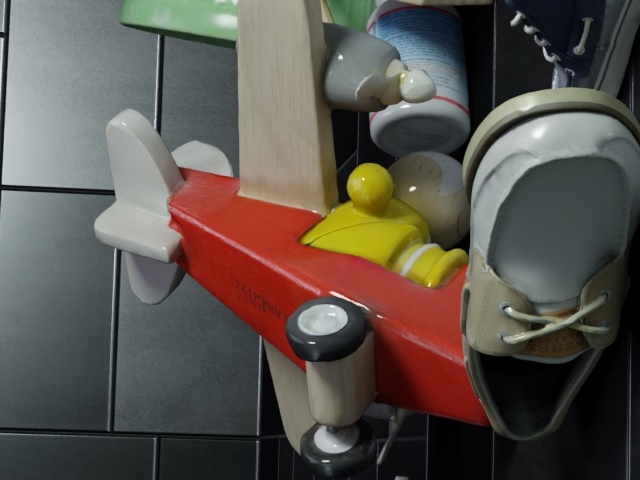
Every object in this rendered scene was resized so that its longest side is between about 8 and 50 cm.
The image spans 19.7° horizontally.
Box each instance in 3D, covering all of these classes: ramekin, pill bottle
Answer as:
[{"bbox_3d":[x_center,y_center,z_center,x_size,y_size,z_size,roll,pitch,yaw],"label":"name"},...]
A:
[{"bbox_3d":[-0.033,-0.254,1.777,0.303,0.303,0.148,-144,64,-81],"label":"ramekin"},{"bbox_3d":[0.084,-0.158,1.611,0.087,0.087,0.160,106,165,-61],"label":"pill bottle"}]

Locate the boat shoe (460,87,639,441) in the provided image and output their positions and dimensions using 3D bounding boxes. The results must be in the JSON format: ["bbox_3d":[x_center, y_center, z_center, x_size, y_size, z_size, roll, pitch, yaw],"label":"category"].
[{"bbox_3d":[0.139,0.023,1.098,0.302,0.113,0.103,85,-178,-61],"label":"boat shoe"}]

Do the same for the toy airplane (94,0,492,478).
[{"bbox_3d":[0.000,0.000,1.515,0.384,0.272,0.386,60,153,4],"label":"toy airplane"}]

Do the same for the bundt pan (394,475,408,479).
[{"bbox_3d":[0.102,0.319,1.185,0.331,0.124,0.331,-178,90,-82],"label":"bundt pan"}]

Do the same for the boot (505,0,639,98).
[{"bbox_3d":[0.148,-0.141,1.127,0.190,0.086,0.069,103,167,-53],"label":"boot"}]

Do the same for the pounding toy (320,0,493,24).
[{"bbox_3d":[0.054,-0.249,1.561,0.206,0.094,0.181,20,111,48],"label":"pounding toy"}]
